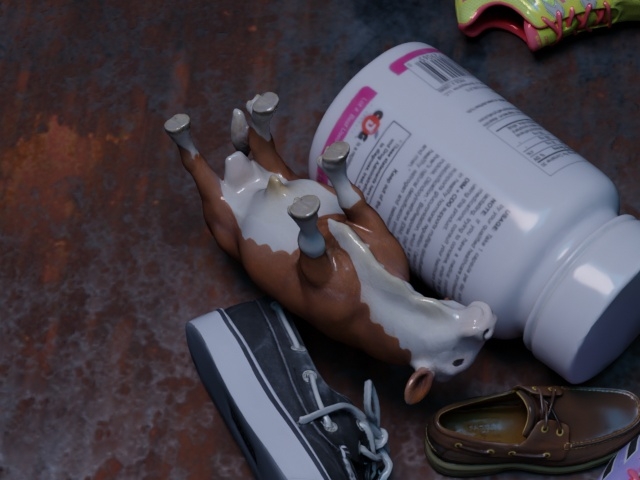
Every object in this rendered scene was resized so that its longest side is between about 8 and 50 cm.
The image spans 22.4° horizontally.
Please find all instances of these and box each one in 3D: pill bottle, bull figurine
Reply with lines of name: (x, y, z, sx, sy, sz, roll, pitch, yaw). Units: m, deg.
pill bottle: (0.139, -0.022, 1.308, 0.160, 0.160, 0.283, -41, 64, -18)
bull figurine: (0.000, 0.000, 1.257, 0.101, 0.188, 0.310, -40, 42, -21)

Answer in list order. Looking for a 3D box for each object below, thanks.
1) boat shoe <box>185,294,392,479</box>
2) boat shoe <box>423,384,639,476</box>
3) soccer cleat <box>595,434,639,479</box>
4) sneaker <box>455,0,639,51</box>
boat shoe: (0.000, 0.159, 1.245, 0.105, 0.113, 0.306, -22, 44, -15)
boat shoe: (0.169, 0.145, 1.264, 0.178, 0.060, 0.064, -7, 59, 1)
soccer cleat: (0.208, 0.215, 1.199, 0.248, 0.095, 0.083, -38, 63, -16)
sneaker: (0.219, -0.211, 1.470, 0.208, 0.081, 0.094, 6, 67, 16)
